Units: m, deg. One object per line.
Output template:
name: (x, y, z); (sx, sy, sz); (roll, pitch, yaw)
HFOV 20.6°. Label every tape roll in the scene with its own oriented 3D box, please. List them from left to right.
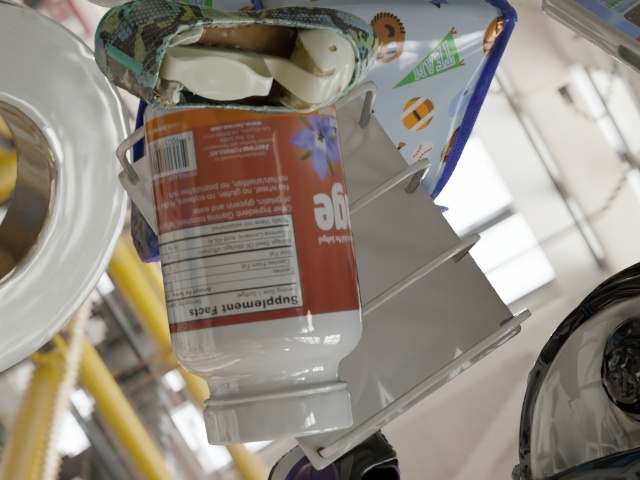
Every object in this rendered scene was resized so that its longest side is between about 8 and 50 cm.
tape roll: (-0.356, -0.048, 1.684); (0.392, 0.392, 0.072); (-36, -142, -25)

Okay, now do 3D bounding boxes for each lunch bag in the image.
lunch bag: (-0.013, -0.131, 1.905); (0.328, 0.239, 0.385); (-4, 134, -31)

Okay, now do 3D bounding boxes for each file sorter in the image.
file sorter: (0.000, 0.000, 1.294); (0.193, 0.277, 0.173); (-34, 174, -5)

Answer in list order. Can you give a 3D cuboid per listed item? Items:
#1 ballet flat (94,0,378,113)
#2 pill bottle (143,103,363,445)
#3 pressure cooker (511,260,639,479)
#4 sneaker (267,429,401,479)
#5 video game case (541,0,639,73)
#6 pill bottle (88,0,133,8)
ballet flat: (-0.033, -0.093, 0.963); (0.188, 0.070, 0.070); (-4, 174, -36)
pill bottle: (-0.038, 0.014, 1.092); (0.121, 0.216, 0.121); (-7, 178, 0)
pressure cooker: (0.358, 0.162, 1.366); (0.420, 0.375, 0.369); (-17, 135, -45)
sneaker: (0.044, 0.259, 2.024); (0.124, 0.107, 0.283); (5, -154, 20)
video game case: (0.334, -0.153, 1.291); (0.204, 0.285, 0.025); (-36, 149, -28)
pill bottle: (-0.158, -0.217, 1.423); (0.065, 0.065, 0.116); (-29, 180, 8)
